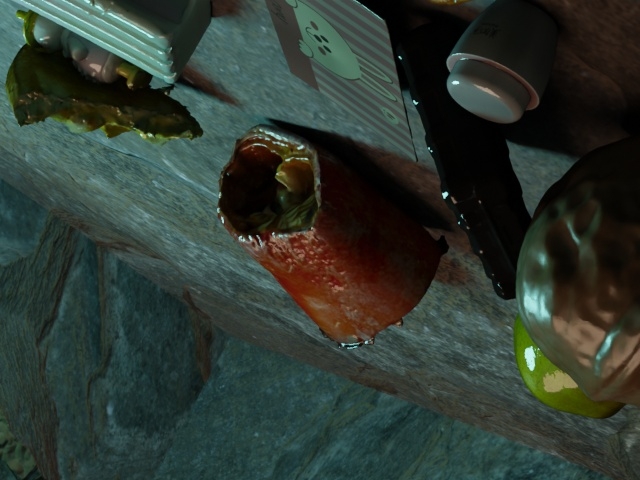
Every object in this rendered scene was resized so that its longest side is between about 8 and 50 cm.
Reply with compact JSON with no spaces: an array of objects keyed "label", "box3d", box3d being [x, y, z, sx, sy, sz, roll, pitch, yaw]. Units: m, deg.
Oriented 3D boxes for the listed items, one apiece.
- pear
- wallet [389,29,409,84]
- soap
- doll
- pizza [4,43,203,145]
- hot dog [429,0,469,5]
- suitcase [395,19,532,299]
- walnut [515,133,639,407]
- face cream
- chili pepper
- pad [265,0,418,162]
[{"label":"pear","box3d":[0.357,0.147,1.826,0.198,0.198,0.198,27,168,6]},{"label":"wallet","box3d":[0.069,-0.193,1.440,0.088,0.026,0.129,35,165,-32]},{"label":"soap","box3d":[-0.275,-0.305,1.567,0.289,0.095,0.173,28,168,3]},{"label":"doll","box3d":[-0.329,-0.271,1.851,0.207,0.081,0.129,27,-162,7]},{"label":"pizza","box3d":[-0.307,-0.190,1.900,0.287,0.075,0.280,24,-155,-6]},{"label":"hot dog","box3d":[0.123,-0.232,1.105,0.108,0.059,0.191,31,166,-32]},{"label":"suitcase","box3d":[0.160,-0.074,1.368,0.066,0.206,0.285,-20,153,10]},{"label":"walnut","box3d":[0.320,0.034,1.258,0.273,0.273,0.227,34,172,-24]},{"label":"face cream","box3d":[0.164,-0.161,1.203,0.091,0.095,0.091,26,168,6]},{"label":"chili pepper","box3d":[0.000,0.000,1.919,0.305,0.229,0.251,37,180,-36]},{"label":"pad","box3d":[0.012,-0.202,1.419,0.202,0.005,0.300,38,168,22]}]
